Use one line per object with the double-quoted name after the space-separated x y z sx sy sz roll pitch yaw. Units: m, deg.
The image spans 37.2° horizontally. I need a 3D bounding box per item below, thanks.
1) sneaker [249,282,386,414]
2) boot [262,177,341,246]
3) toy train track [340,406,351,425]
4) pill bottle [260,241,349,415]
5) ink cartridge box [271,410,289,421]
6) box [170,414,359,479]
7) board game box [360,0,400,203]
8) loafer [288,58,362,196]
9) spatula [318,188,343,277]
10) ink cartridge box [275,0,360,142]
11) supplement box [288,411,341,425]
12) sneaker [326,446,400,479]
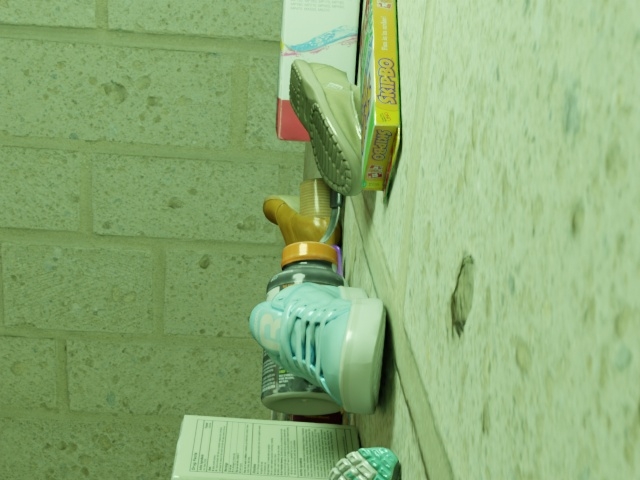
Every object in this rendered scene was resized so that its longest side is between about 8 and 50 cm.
-0.010 0.122 1.118 0.366 0.150 0.135 -177 89 -86 "sneaker"
-0.041 0.015 1.769 0.295 0.104 0.211 154 117 -68 "boot"
0.041 0.238 1.299 0.048 0.014 0.083 109 159 -51 "toy train track"
-0.019 0.128 1.420 0.130 0.130 0.245 102 171 -66 "pill bottle"
-0.054 0.327 1.625 0.232 0.066 0.189 24 -115 -59 "ink cartridge box"
-0.068 0.316 1.195 0.148 0.232 0.126 -96 10 -70 "box"
0.068 -0.179 1.111 0.124 0.039 0.259 98 171 -58 "board game box"
0.029 -0.165 1.288 0.102 0.092 0.268 95 160 -44 "loafer"
0.018 -0.038 1.619 0.030 0.084 0.296 30 -120 -44 "spatula"
-0.007 -0.327 1.621 0.226 0.131 0.306 -101 16 -77 "ink cartridge box"
-0.012 0.329 1.499 0.104 0.081 0.188 103 170 -71 "supplement box"
0.039 0.265 0.933 0.065 0.076 0.166 49 121 37 "sneaker"
